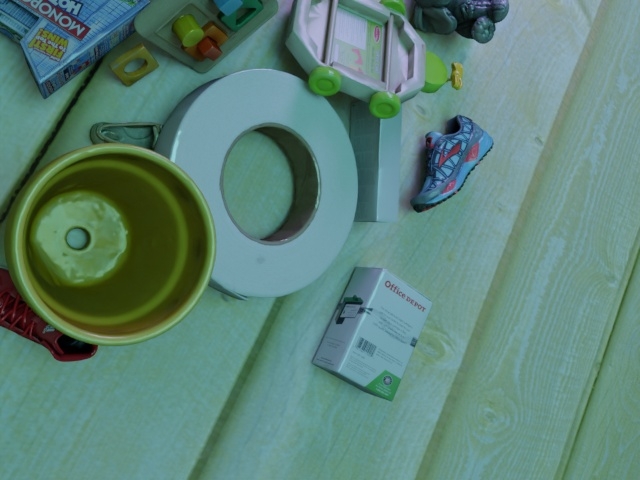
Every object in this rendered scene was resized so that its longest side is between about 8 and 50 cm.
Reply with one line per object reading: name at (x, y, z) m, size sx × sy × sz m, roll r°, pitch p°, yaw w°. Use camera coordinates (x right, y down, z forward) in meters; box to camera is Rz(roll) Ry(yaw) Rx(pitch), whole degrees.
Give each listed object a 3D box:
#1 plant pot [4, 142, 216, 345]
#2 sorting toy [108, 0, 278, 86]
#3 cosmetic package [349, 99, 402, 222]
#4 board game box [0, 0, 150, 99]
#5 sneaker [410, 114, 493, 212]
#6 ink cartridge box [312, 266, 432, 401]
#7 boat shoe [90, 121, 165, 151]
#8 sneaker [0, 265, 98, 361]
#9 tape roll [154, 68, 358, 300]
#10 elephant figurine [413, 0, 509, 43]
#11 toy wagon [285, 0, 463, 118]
plant pot at (-0.308, 0.002, 0.873) m, size 0.254 × 0.239 × 0.254 m, roll -2°, pitch 93°, yaw -35°
sorting toy at (-0.162, -0.335, 0.962) m, size 0.348 × 0.196 × 0.047 m, roll -36°, pitch 76°, yaw 12°
cosmetic package at (0.106, -0.155, 1.232) m, size 0.060 × 0.099 × 0.239 m, roll 2°, pitch 92°, yaw -37°
board game box at (-0.376, -0.309, 0.883) m, size 0.194 × 0.060 × 0.194 m, roll 32°, pitch 72°, yaw -8°
sneaker at (0.254, -0.168, 1.348) m, size 0.125 × 0.104 × 0.262 m, roll 45°, pitch 63°, yaw -8°
ink cartridge box at (0.107, 0.181, 1.249) m, size 0.160 × 0.093 × 0.219 m, roll 35°, pitch 73°, yaw -31°
boat shoe at (-0.281, -0.163, 0.998) m, size 0.153 × 0.048 × 0.056 m, roll 4°, pitch 90°, yaw -34°
sneaker at (-0.404, 0.100, 0.879) m, size 0.221 × 0.128 × 0.087 m, roll 31°, pitch 75°, yaw -31°
tape roll at (-0.099, -0.093, 1.082) m, size 0.392 × 0.072 × 0.392 m, roll -3°, pitch 95°, yaw -39°
elephant figurine at (0.255, -0.509, 1.293) m, size 0.239 × 0.186 × 0.169 m, roll 13°, pitch 48°, yaw -9°
toy wagon at (0.106, -0.346, 1.166) m, size 0.344 × 0.068 × 0.267 m, roll 18°, pitch 59°, yaw -19°
